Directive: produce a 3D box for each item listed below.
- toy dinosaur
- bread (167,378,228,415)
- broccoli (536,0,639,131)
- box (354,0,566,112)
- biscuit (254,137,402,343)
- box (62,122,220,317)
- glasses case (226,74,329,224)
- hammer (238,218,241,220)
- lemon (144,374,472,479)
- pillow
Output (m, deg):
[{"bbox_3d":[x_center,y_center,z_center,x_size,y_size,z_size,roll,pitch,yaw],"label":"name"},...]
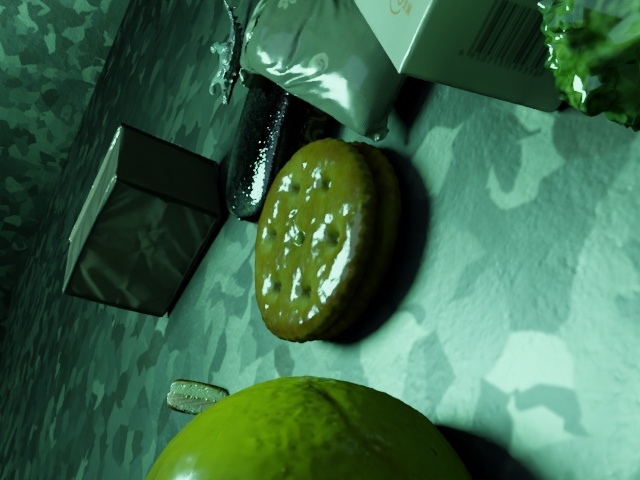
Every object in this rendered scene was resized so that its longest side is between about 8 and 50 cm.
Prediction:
[{"bbox_3d":[-0.164,-0.345,1.145,0.082,0.039,0.209,-16,71,51],"label":"toy dinosaur"},{"bbox_3d":[-0.170,0.205,0.832,0.109,0.062,0.043,-10,64,53],"label":"bread"},{"bbox_3d":[0.216,-0.131,0.228,0.288,0.235,0.260,-1,108,50],"label":"broccoli"},{"bbox_3d":[0.151,-0.296,0.433,0.225,0.143,0.341,-107,34,-45],"label":"box"},{"bbox_3d":[0.000,0.000,0.661,0.220,0.066,0.220,-31,52,50],"label":"biscuit"},{"bbox_3d":[-0.291,-0.022,1.036,0.252,0.188,0.153,-53,34,25],"label":"box"},{"bbox_3d":[-0.042,-0.176,0.807,0.122,0.082,0.321,9,81,57],"label":"glasses case"},{"bbox_3d":[-0.104,-0.082,0.926,0.035,0.019,0.110,21,94,60],"label":"hammer"},{"bbox_3d":[-0.025,0.209,0.432,0.240,0.219,0.240,-41,41,48],"label":"lemon"},{"bbox_3d":[0.004,-0.221,0.692,0.255,0.059,0.169,34,94,37],"label":"pillow"}]
